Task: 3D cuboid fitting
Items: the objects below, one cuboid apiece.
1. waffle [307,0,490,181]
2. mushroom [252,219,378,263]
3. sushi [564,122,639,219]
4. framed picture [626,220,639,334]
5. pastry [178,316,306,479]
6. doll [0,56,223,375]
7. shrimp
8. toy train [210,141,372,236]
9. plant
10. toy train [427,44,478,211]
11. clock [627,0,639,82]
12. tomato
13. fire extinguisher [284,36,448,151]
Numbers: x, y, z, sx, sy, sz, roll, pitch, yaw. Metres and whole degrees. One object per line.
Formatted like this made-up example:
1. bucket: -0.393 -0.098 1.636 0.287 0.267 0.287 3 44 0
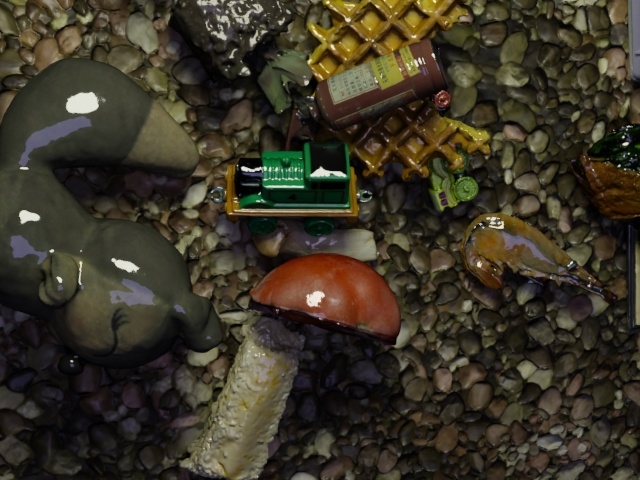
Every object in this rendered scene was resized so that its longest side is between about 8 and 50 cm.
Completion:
1. waffle: 0.100 -0.227 1.370 0.260 0.069 0.292 -6 105 9
2. mushroom: 0.000 0.003 1.428 0.202 0.054 0.059 9 98 -22
3. sushi: 0.525 -0.124 1.493 0.287 0.149 0.140 -21 102 -5
4. framed picture: 0.600 0.053 1.623 0.195 0.010 0.199 -8 103 -14
5. pastry: -0.102 0.243 1.432 0.122 0.089 0.258 22 98 -31
6. doll: -0.266 -0.012 1.253 0.382 0.252 0.378 25 94 -25
7. shrimp: 0.338 0.050 1.525 0.262 0.066 0.117 34 106 -5
8. toy train: -0.037 -0.077 1.337 0.228 0.136 0.091 2 56 -7
9. plant: -0.101 -0.269 1.304 0.203 0.142 0.131 40 80 -8
10. toy train: 0.169 -0.169 1.437 0.085 0.053 0.249 -20 105 -5
11. clock: 0.555 -0.345 1.497 0.145 0.073 0.193 -8 103 -13
12. tomato: 0.009 0.075 1.381 0.228 0.199 0.112 23 77 -43
13. fire extinguisher: 0.051 -0.181 1.314 0.252 0.075 0.106 -21 103 12
